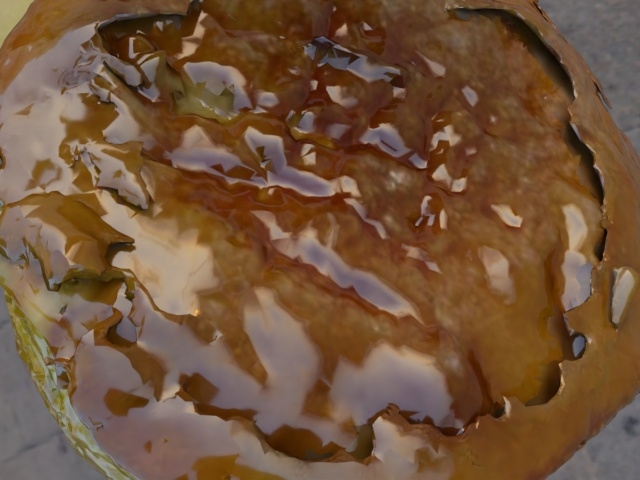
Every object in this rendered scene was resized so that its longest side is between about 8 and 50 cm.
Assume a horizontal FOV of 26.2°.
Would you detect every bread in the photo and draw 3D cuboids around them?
[{"bbox_3d":[-0.003,0.001,0.715,0.337,0.358,0.204,53,148,15],"label":"bread"}]

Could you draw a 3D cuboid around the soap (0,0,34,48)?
[{"bbox_3d":[-0.164,-0.271,1.159,0.306,0.427,0.115,27,163,26],"label":"soap"}]
